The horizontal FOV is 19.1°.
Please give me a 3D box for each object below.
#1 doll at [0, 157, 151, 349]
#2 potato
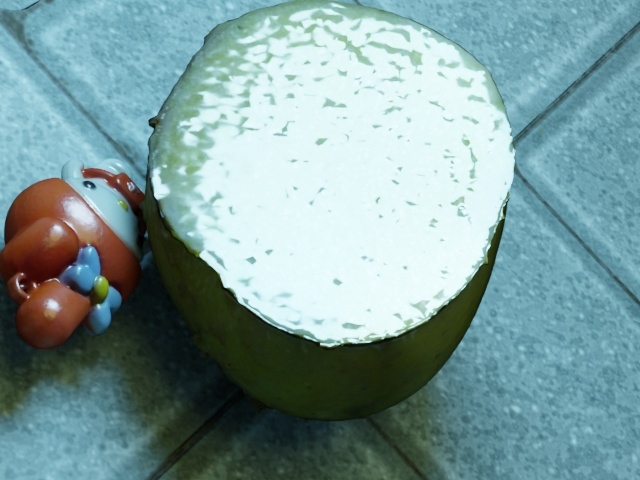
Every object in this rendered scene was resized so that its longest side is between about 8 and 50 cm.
[{"bbox_3d":[-0.259,0.008,1.997,0.161,0.130,0.290,52,29,-12],"label":"doll"},{"bbox_3d":[0.000,0.000,2.080,0.385,0.319,0.442,10,54,3],"label":"potato"}]
